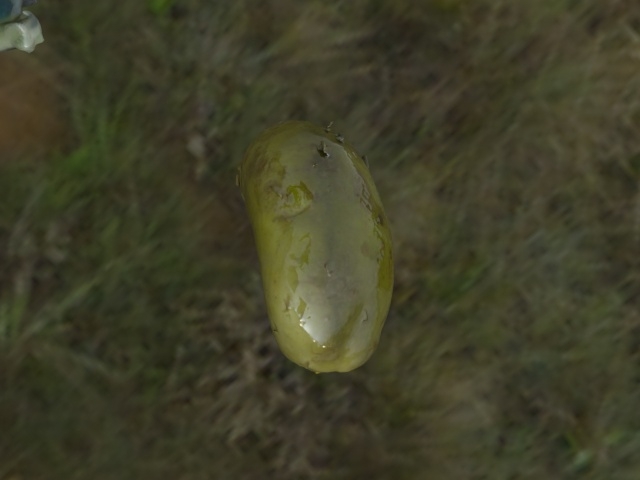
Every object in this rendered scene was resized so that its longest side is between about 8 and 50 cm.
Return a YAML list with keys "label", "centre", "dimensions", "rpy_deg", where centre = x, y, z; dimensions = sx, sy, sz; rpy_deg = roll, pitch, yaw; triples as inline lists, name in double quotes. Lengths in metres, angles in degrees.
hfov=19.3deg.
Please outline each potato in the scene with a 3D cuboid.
- label: "potato"
  centre: [0.000, 0.000, 0.960]
  dimensions: [0.091, 0.070, 0.138]
  rpy_deg: [43, 27, -62]

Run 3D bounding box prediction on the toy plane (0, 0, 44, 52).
- label: "toy plane"
  centre: [-0.123, -0.144, 0.645]
  dimensions: [0.088, 0.262, 0.192]
  rpy_deg: [25, 69, -39]
